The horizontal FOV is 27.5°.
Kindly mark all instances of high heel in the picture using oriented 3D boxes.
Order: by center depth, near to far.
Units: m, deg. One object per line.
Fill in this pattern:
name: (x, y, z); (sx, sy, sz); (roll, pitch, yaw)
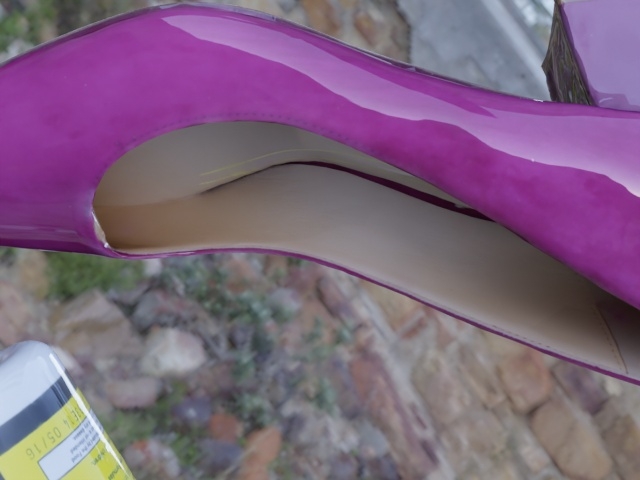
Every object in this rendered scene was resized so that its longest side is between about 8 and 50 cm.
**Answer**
high heel: (0.000, 0.000, 0.529); (0.127, 0.377, 0.181); (66, 16, -60)

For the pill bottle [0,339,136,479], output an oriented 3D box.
pill bottle: (-0.187, 0.254, 0.917); (0.334, 0.188, 0.188); (59, 16, -8)
